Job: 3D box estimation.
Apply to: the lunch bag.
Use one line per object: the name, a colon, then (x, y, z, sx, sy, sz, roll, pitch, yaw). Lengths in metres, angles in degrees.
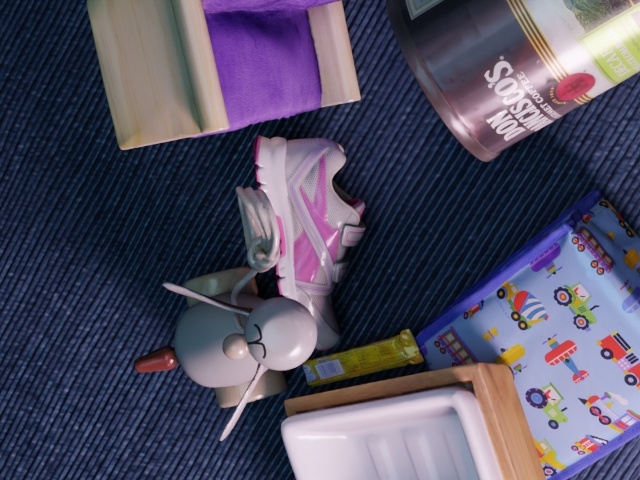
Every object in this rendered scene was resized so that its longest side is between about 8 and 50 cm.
lunch bag: (0.242, 0.128, 1.654, 0.293, 0.138, 0.221, -41, 88, 30)

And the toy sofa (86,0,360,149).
toy sofa: (-0.060, -0.192, 1.561, 0.177, 0.362, 0.150, -9, 96, 23)

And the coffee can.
coffee can: (0.232, -0.232, 1.548, 0.275, 0.201, 0.201, -30, 89, 19)

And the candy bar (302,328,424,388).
candy bar: (0.042, 0.134, 1.740, 0.161, 0.018, 0.040, -18, 100, 36)

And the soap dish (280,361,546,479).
soap dish: (0.109, 0.251, 1.665, 0.291, 0.118, 0.229, -16, 94, 44)

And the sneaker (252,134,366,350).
sneaker: (0.000, 0.000, 1.709, 0.111, 0.103, 0.252, -11, 109, -1)

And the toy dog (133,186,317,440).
toy dog: (-0.113, 0.105, 1.656, 0.161, 0.333, 0.220, -18, 69, -13)
